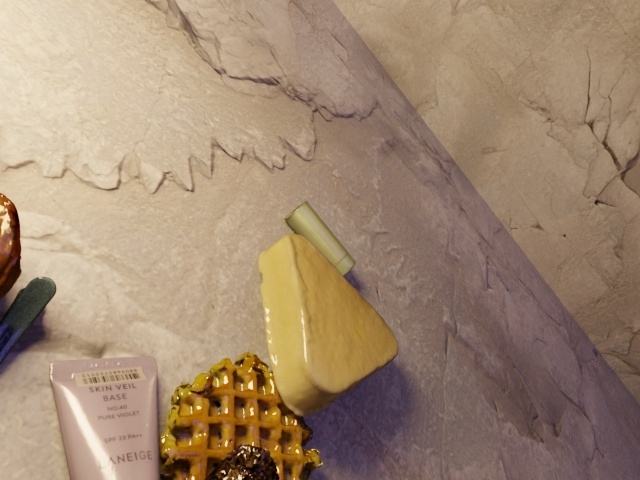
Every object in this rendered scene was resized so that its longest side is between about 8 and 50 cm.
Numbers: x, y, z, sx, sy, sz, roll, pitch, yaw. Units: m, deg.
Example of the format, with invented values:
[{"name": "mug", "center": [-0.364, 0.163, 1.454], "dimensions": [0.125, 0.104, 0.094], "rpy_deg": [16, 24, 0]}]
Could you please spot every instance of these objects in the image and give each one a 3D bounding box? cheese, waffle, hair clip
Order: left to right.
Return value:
[{"name": "hair clip", "center": [-0.424, 0.153, 0.627], "dimensions": [0.039, 0.070, 0.230], "rpy_deg": [38, 47, -29]}, {"name": "waffle", "center": [-0.130, 0.348, 0.797], "dimensions": [0.302, 0.068, 0.325], "rpy_deg": [55, 35, -2]}, {"name": "cheese", "center": [0.003, 0.193, 0.982], "dimensions": [0.384, 0.104, 0.384], "rpy_deg": [40, 28, -26]}]

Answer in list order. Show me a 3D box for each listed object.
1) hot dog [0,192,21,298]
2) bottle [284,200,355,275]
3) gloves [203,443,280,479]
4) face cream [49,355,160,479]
[{"name": "hot dog", "center": [-0.514, 0.011, 0.570], "dimensions": [0.272, 0.122, 0.196], "rpy_deg": [-6, 66, -33]}, {"name": "bottle", "center": [0.000, 0.000, 1.205], "dimensions": [0.202, 0.072, 0.072], "rpy_deg": [51, 36, -9]}, {"name": "gloves", "center": [-0.124, 0.411, 0.586], "dimensions": [0.313, 0.135, 0.211], "rpy_deg": [-85, 163, -44]}, {"name": "face cream", "center": [-0.282, 0.287, 0.662], "dimensions": [0.153, 0.096, 0.274], "rpy_deg": [4, 49, -37]}]
